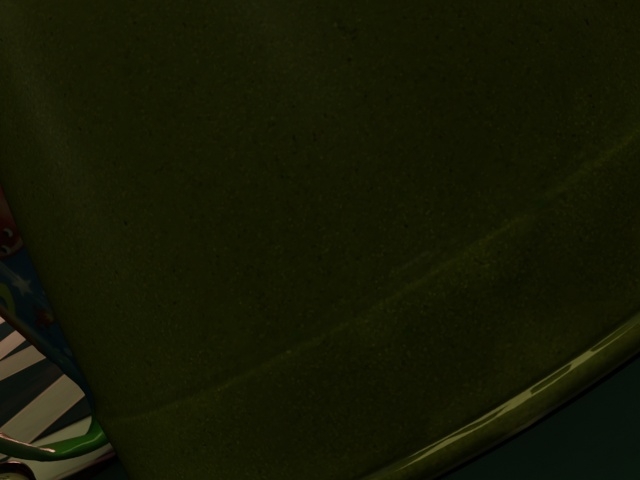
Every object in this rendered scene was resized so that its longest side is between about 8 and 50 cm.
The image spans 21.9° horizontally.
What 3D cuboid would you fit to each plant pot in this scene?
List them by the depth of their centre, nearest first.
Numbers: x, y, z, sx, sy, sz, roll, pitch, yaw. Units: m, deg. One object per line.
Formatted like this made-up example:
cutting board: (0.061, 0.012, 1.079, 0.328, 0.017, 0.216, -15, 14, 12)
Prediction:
plant pot: (-0.018, -0.099, 0.796, 0.366, 0.353, 0.366, -30, 8, 5)

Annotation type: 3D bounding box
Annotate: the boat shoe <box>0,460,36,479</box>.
boat shoe: (-0.238, 0.180, 1.024, 0.137, 0.049, 0.043, -27, 10, -5)

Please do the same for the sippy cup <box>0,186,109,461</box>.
sippy cup: (-0.147, -0.029, 1.065, 0.240, 0.224, 0.305, -46, 12, 40)
